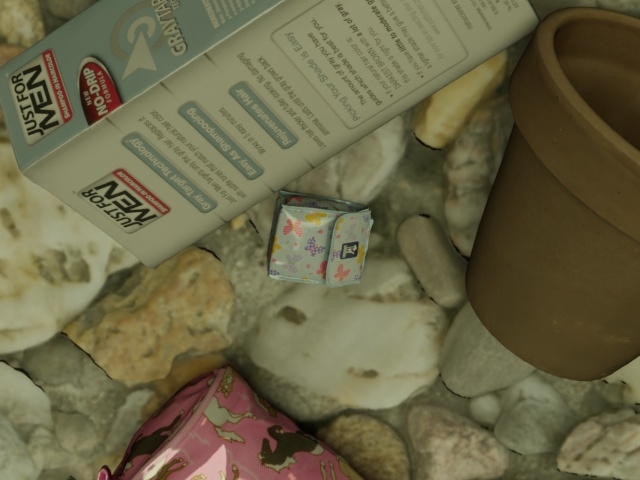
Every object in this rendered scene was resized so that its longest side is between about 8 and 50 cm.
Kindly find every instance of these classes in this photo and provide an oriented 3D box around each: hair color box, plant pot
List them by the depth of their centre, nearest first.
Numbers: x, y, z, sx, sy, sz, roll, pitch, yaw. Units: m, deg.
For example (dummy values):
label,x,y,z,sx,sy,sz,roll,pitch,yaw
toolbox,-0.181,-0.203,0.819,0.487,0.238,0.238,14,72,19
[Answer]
label,x,y,z,sx,sy,sz,roll,pitch,yaw
hair color box,-0.040,-0.146,1.040,0.374,0.113,0.185,-32,145,10
plant pot,0.229,-0.019,1.069,0.263,0.263,0.229,26,125,-6

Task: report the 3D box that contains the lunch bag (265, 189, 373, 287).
label,x,y,z,sx,sy,sz,roll,pitch,yaw
lunch bag,0.000,0.000,1.162,0.083,0.053,0.071,9,109,-10

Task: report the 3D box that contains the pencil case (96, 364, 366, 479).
label,x,y,z,sx,sy,sz,roll,pitch,yaw
pencil case,-0.013,0.281,1.195,0.386,0.167,0.160,44,136,-10
